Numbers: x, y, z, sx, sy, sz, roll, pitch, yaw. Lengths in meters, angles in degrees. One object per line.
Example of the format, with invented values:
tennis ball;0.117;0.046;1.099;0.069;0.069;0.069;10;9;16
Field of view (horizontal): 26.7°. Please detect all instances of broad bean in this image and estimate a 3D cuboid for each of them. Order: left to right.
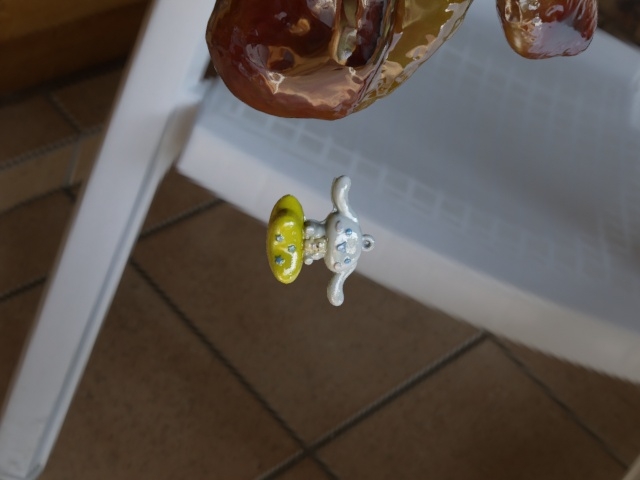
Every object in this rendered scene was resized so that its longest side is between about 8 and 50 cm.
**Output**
broad bean;0.020;-0.176;0.880;0.156;0.228;0.122;39;27;-3
broad bean;0.210;-0.229;1.276;0.085;0.114;0.165;9;1;25

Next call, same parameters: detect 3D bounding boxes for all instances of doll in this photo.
doll;0.000;0.007;1.421;0.113;0.135;0.071;-21;18;1
